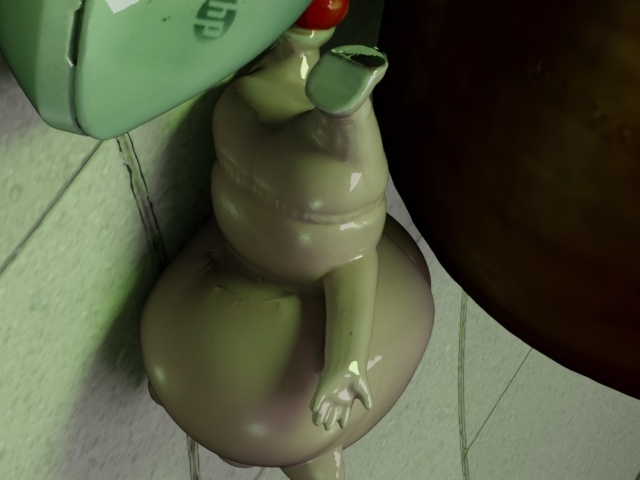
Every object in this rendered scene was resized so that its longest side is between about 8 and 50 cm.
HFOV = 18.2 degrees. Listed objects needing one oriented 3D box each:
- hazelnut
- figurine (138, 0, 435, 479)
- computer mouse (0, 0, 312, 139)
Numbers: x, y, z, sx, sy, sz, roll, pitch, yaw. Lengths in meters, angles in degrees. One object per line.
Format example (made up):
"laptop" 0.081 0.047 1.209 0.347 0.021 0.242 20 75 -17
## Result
"hazelnut" 0.227 -0.113 1.146 0.421 0.421 0.353 -64 164 4
"figurine" 0.000 0.000 1.096 0.186 0.176 0.287 -24 129 -44
"computer mouse" -0.039 -0.144 0.908 0.288 0.097 0.159 -38 146 -49
